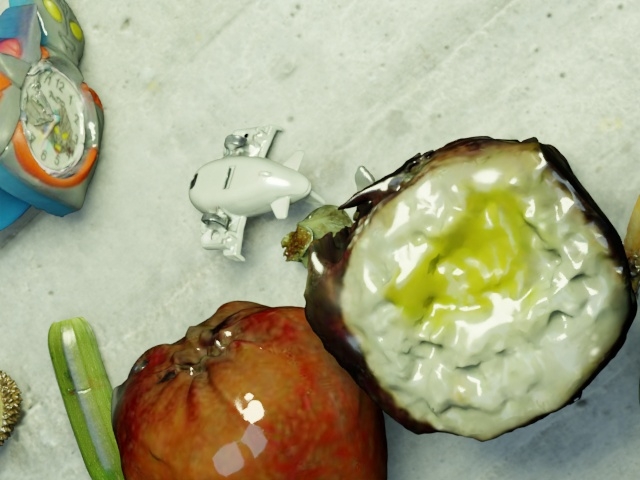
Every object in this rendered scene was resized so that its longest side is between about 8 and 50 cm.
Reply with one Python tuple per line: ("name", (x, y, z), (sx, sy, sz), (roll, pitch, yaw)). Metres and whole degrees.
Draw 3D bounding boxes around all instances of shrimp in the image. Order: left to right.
("shrimp", (0.386, -0.018, 1.117), (0.099, 0.041, 0.180), (23, 99, -6))

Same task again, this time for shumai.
("shumai", (0.000, 0.000, 1.173), (0.082, 0.080, 0.083), (22, 98, 7))

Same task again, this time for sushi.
("sushi", (0.154, 0.037, 1.036), (0.299, 0.294, 0.281), (-17, 95, 14))

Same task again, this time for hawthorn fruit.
("hawthorn fruit", (-0.065, 0.223, 1.119), (0.308, 0.325, 0.308), (-13, 48, 15))

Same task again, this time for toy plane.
("toy plane", (-0.081, -0.059, 1.171), (0.174, 0.080, 0.174), (-17, 57, 29))

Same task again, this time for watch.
("watch", (-0.414, -0.167, 1.179), (0.274, 0.241, 0.305), (-10, 64, 19))

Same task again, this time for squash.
("squash", (-0.285, 0.206, 1.264), (0.066, 0.066, 0.229), (-17, 92, 13))

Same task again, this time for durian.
("durian", (-0.423, 0.212, 1.290), (0.110, 0.071, 0.140), (32, 99, 20))

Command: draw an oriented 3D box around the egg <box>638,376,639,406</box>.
("egg", (0.508, 0.129, 0.979), (0.389, 0.276, 0.276), (-13, 93, 13))
